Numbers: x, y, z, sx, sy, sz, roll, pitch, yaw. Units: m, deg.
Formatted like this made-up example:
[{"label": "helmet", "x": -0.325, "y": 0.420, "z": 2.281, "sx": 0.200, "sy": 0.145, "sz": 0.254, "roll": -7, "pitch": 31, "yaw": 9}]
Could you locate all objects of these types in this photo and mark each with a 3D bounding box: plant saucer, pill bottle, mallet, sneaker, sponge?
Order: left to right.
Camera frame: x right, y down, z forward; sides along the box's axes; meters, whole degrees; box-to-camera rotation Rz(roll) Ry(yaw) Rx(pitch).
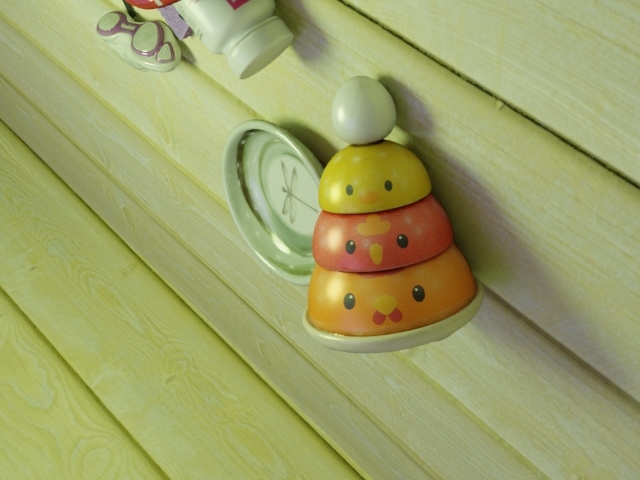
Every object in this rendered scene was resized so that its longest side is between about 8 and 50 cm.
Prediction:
[{"label": "mallet", "x": -0.497, "y": -0.633, "z": 2.134, "sx": 0.062, "sy": 0.039, "sz": 0.190, "roll": 24, "pitch": 149, "yaw": 44}, {"label": "sneaker", "x": -0.433, "y": -0.483, "z": 2.170, "sx": 0.305, "sy": 0.114, "sz": 0.152, "roll": 33, "pitch": 169, "yaw": 37}, {"label": "sponge", "x": -0.315, "y": -0.538, "z": 1.929, "sx": 0.117, "sy": 0.031, "sz": 0.210, "roll": 54, "pitch": 157, "yaw": -5}, {"label": "pill bottle", "x": -0.188, "y": -0.459, "z": 1.643, "sx": 0.283, "sy": 0.160, "sz": 0.160, "roll": 52, "pitch": 157, "yaw": 0}, {"label": "plant saucer", "x": -0.069, "y": -0.095, "z": 1.968, "sx": 0.400, "sy": 0.100, "sz": 0.400, "roll": 32, "pitch": 136, "yaw": 37}]

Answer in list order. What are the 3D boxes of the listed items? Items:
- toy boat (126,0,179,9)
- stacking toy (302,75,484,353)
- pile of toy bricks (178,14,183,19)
[{"label": "toy boat", "x": -0.301, "y": -0.477, "z": 1.492, "sx": 0.231, "sy": 0.151, "sz": 0.151, "roll": -3, "pitch": 113, "yaw": 49}, {"label": "stacking toy", "x": 0.096, "y": -0.062, "z": 1.594, "sx": 0.350, "sy": 0.350, "sz": 0.480, "roll": 13, "pitch": 120, "yaw": 56}, {"label": "pile of toy bricks", "x": -0.254, "y": -0.517, "z": 1.786, "sx": 0.212, "sy": 0.118, "sz": 0.105, "roll": 40, "pitch": -165, "yaw": 1}]
